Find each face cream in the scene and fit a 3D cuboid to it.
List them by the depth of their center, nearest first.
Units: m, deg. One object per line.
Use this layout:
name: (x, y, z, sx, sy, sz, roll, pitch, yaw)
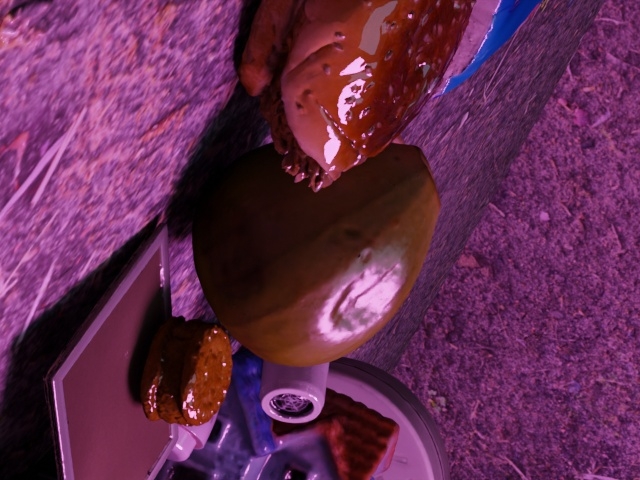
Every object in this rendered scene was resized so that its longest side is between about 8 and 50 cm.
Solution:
face cream: (-0.149, 0.171, 1.709, 0.095, 0.091, 0.091, -61, 172, -21)

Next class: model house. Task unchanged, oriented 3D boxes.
model house: (-0.044, 0.234, 1.836, 0.329, 0.295, 0.252, -63, 166, 3)

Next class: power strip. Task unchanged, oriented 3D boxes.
power strip: (0.002, 0.323, 2.101, 0.357, 0.357, 0.161, -58, 171, 7)

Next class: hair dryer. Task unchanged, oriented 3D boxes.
hair dryer: (-0.049, 0.069, 1.694, 0.236, 0.073, 0.131, 66, 23, -44)

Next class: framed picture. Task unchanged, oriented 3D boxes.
framed picture: (-0.177, 0.148, 1.440, 0.217, 0.017, 0.274, -57, 155, -48)

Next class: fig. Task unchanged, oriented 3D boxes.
fig: (-0.007, 0.002, 1.491, 0.230, 0.207, 0.207, -31, -172, 39)

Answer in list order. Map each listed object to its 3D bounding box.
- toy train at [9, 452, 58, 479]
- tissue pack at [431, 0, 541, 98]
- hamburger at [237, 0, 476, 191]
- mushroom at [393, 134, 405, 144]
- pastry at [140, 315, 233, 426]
toy train: (-0.268, 0.269, 1.434, 0.409, 0.086, 0.089, -31, 140, -67)
tissue pack: (0.164, -0.282, 1.660, 0.270, 0.137, 0.209, -42, 160, -52)
hamburger: (0.033, -0.184, 1.378, 0.286, 0.146, 0.243, -55, 162, -2)
mushroom: (0.014, -0.039, 1.827, 0.247, 0.096, 0.108, -54, 144, -34)
pastry: (-0.118, 0.117, 1.479, 0.109, 0.057, 0.097, -46, 145, -63)
